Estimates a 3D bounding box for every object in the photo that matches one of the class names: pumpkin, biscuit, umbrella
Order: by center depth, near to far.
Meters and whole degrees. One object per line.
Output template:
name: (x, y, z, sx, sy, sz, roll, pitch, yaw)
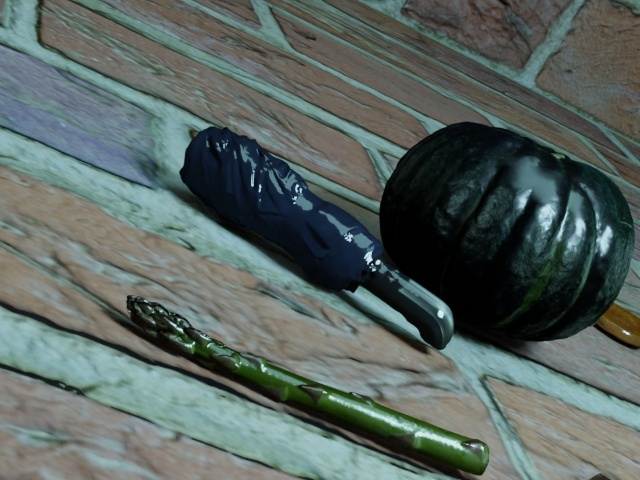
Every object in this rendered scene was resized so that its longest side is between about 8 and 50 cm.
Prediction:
umbrella: (0.003, -0.006, 1.067, 0.248, 0.071, 0.071, 32, 16, 10)
pumpkin: (0.155, -0.008, 1.174, 0.220, 0.162, 0.220, 26, 6, -3)
biscuit: (0.297, 0.081, 1.408, 0.078, 0.015, 0.091, 32, 16, 14)

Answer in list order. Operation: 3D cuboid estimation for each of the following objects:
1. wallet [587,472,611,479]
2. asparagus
wallet: (0.238, 0.213, 0.899, 0.176, 0.026, 0.095, 36, 20, 22)
asparagus: (-0.007, 0.090, 0.846, 0.248, 0.024, 0.025, 24, 11, -14)
